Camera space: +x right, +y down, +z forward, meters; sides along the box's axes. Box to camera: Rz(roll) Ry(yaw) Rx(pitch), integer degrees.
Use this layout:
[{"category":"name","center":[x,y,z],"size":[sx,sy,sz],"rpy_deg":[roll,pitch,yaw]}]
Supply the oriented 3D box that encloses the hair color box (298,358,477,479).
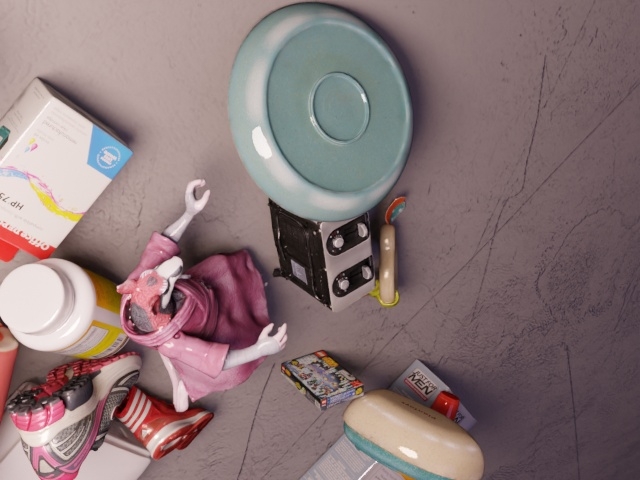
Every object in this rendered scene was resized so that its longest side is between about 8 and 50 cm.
[{"category":"hair color box","center":[0.146,0.456,1.710],"size":[0.374,0.113,0.185],"rpy_deg":[-44,135,-4]}]

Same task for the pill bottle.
[{"category":"pill bottle","center":[-0.330,0.091,1.038],"size":[0.117,0.117,0.215],"rpy_deg":[-45,166,-5]}]

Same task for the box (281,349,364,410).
[{"category":"box","center":[0.002,0.252,1.445],"size":[0.094,0.137,0.027],"rpy_deg":[-13,118,-32]}]

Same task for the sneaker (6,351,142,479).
[{"category":"sneaker","center":[-0.332,0.232,1.101],"size":[0.121,0.299,0.111],"rpy_deg":[-12,97,11]}]

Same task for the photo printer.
[{"category":"photo printer","center":[-0.446,0.387,1.211],"size":[0.307,0.107,0.256],"rpy_deg":[-48,135,-1]}]

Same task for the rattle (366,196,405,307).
[{"category":"rattle","center":[0.083,0.018,1.429],"size":[0.130,0.143,0.199],"rpy_deg":[-38,128,-58]}]

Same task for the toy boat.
[{"category":"toy boat","center":[0.187,0.377,1.487],"size":[0.318,0.268,0.148],"rpy_deg":[4,109,-66]}]

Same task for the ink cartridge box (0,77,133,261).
[{"category":"ink cartridge box","center":[-0.364,-0.068,0.993],"size":[0.231,0.078,0.134],"rpy_deg":[-51,135,2]}]

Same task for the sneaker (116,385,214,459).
[{"category":"sneaker","center":[-0.260,0.279,1.309],"size":[0.087,0.128,0.221],"rpy_deg":[-48,169,-2]}]

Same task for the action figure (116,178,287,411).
[{"category":"action figure","center":[-0.200,0.092,1.114],"size":[0.276,0.248,0.370],"rpy_deg":[-28,163,12]}]

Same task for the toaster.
[{"category":"toaster","center":[0.000,0.000,1.261],"size":[0.110,0.186,0.168],"rpy_deg":[-24,122,-27]}]

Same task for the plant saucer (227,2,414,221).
[{"category":"plant saucer","center":[0.019,-0.185,1.129],"size":[0.318,0.044,0.317],"rpy_deg":[1,87,-34]}]

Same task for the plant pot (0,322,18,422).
[{"category":"plant pot","center":[-0.505,0.198,0.950],"size":[0.275,0.275,0.243],"rpy_deg":[23,91,-44]}]
